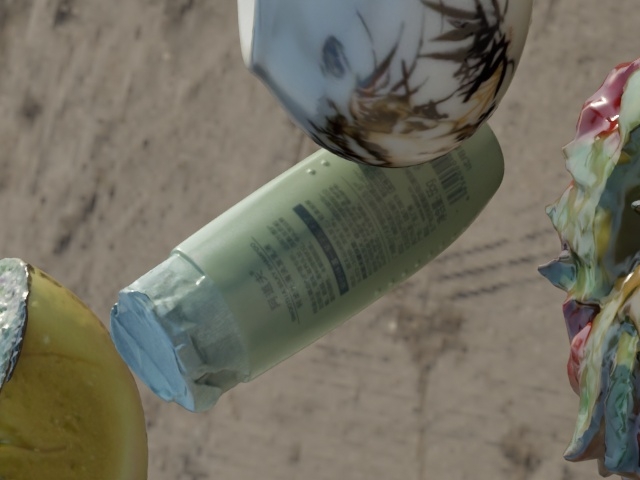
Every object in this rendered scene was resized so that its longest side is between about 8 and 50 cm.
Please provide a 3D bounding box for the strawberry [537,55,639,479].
[{"bbox_3d":[0.301,0.038,0.866,0.317,0.345,0.295,-145,66,-76],"label":"strawberry"}]

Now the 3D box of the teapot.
[{"bbox_3d":[0.039,-0.135,0.718,0.299,0.166,0.208,59,-162,-83],"label":"teapot"}]

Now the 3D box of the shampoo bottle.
[{"bbox_3d":[0.000,0.000,0.783,0.049,0.212,0.072,-14,104,53],"label":"shampoo bottle"}]

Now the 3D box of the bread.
[{"bbox_3d":[-0.206,0.159,1.223,0.158,0.156,0.260,-24,44,40],"label":"bread"}]
